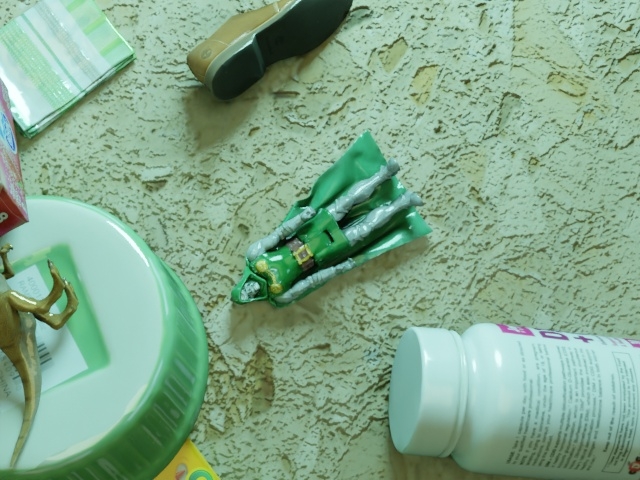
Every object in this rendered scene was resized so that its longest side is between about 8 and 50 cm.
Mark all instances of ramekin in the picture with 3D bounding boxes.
[{"bbox_3d":[-0.265,0.105,1.090,0.303,0.148,0.303,0,70,1],"label":"ramekin"}]

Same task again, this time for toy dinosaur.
[{"bbox_3d":[-0.266,0.075,0.995,0.112,0.064,0.211,-29,92,-6],"label":"toy dinosaur"}]

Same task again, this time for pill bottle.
[{"bbox_3d":[0.226,0.173,1.222,0.283,0.160,0.160,7,84,-11],"label":"pill bottle"}]

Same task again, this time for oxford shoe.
[{"bbox_3d":[-0.055,-0.238,1.252,0.212,0.076,0.076,-33,52,-22],"label":"oxford shoe"}]

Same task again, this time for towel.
[{"bbox_3d":[-0.289,-0.197,1.221,0.152,0.023,0.113,-40,94,-12],"label":"towel"}]

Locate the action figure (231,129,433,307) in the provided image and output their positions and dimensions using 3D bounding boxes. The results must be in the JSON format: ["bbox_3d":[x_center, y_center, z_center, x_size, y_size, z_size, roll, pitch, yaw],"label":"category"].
[{"bbox_3d":[0.000,0.000,1.245,0.232,0.063,0.137,-36,96,-8],"label":"action figure"}]

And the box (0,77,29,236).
[{"bbox_3d":[-0.365,-0.099,1.064,0.128,0.257,0.123,-27,130,0],"label":"box"}]

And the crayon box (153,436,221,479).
[{"bbox_3d":[-0.147,0.325,1.174,0.165,0.081,0.278,-37,92,-12],"label":"crayon box"}]
